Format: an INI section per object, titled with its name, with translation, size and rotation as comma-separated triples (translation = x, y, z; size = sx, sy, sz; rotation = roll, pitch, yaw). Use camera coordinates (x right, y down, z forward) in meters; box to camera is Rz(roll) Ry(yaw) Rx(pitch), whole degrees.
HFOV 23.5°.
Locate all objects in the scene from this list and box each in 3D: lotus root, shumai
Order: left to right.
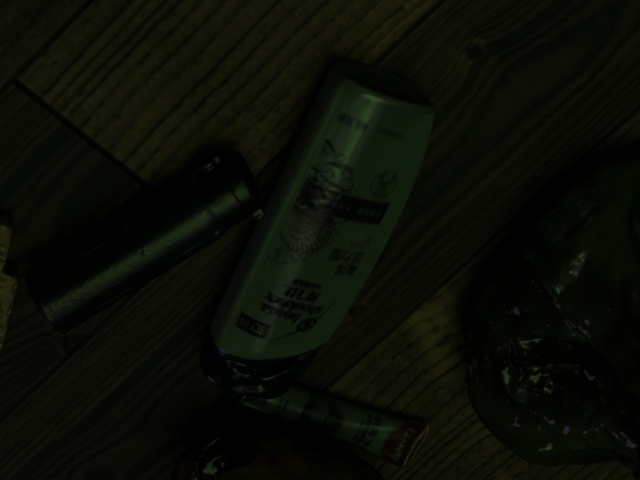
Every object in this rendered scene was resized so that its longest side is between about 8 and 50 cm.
[lotus root]
translation = -0.025, 0.276, 1.649
size = 0.314, 0.169, 0.141
rotation = 22, 76, -25
[shumai]
translation = 0.353, 0.134, 1.570
size = 0.324, 0.323, 0.397
rotation = 18, 114, -25

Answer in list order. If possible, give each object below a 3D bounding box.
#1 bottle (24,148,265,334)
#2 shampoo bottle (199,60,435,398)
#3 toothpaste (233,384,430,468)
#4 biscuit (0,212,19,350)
[bottle]
translation = -0.170, -0.002, 1.497
size = 0.244, 0.072, 0.082
rotation = -30, 106, 5
[shampoo bottle]
translation = 0.000, 0.000, 1.540
size = 0.134, 0.078, 0.359
rotation = 13, 116, -28
[toothpaste]
translation = 0.014, 0.195, 1.686
size = 0.239, 0.039, 0.062
rotation = 22, 106, -27
[biscuit]
translation = -0.375, 0.020, 1.476
size = 0.212, 0.041, 0.239
rotation = -31, 123, -2
